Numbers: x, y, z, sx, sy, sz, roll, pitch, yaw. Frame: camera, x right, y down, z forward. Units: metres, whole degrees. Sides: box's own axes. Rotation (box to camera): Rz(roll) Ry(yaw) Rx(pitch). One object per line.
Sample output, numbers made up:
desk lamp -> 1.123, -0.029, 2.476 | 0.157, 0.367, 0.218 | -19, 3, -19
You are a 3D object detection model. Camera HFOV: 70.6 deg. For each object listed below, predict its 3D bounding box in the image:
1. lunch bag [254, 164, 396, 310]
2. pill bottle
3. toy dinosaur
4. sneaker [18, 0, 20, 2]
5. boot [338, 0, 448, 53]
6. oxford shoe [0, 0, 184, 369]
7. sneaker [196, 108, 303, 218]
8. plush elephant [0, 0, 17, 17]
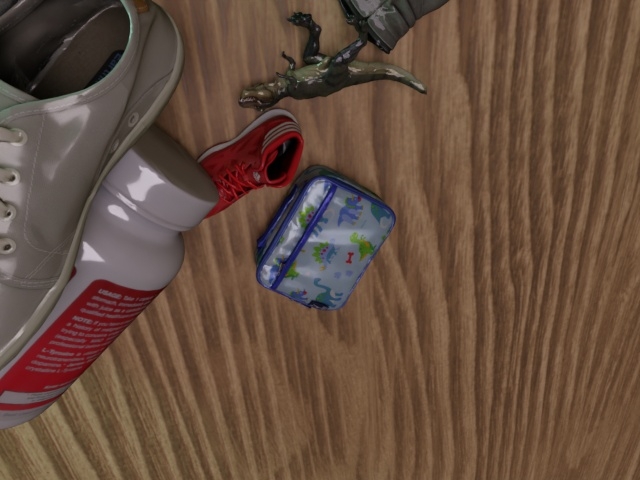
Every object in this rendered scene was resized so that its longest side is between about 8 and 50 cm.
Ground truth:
lunch bag -> 0.000, 0.000, 0.740 | 0.176, 0.090, 0.219 | 27, 107, -22
pill bottle -> -0.333, 0.032, 0.592 | 0.407, 0.229, 0.229 | -44, 118, 9
toy dinosaur -> 0.015, -0.246, 0.621 | 0.268, 0.064, 0.118 | -6, 134, 0
sneaker -> -0.371, -0.323, 0.482 | 0.163, 0.086, 0.226 | -37, 120, 3
boot -> 0.075, -0.377, 0.571 | 0.161, 0.083, 0.246 | -34, 118, 12
oxford shoe -> -0.284, -0.056, 0.407 | 0.169, 0.130, 0.449 | 29, 84, 6
sneaker -> -0.116, -0.094, 0.638 | 0.221, 0.128, 0.087 | -43, 118, 10
plush elephant -> -0.486, -0.194, 0.386 | 0.330, 0.255, 0.272 | 32, 66, -21
